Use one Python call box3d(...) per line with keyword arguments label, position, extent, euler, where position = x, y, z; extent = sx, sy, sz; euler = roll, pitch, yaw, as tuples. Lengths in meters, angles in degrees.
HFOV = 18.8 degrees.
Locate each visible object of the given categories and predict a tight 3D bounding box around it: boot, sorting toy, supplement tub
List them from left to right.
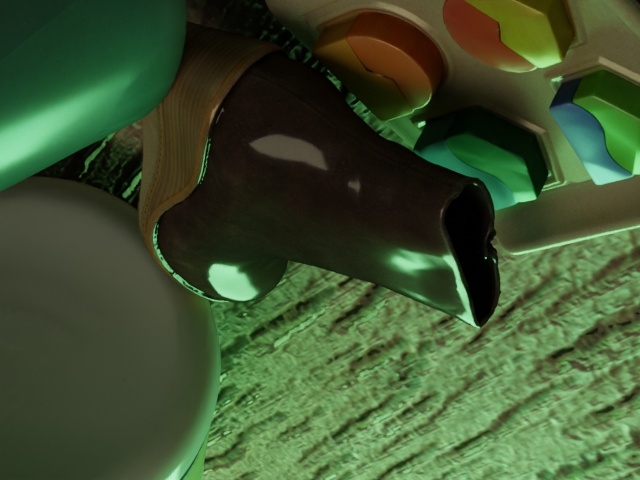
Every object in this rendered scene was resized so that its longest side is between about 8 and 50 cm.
box3d(label="supplement tub", position=(-0.189, 0.123, 1.260), extent=(0.235, 0.235, 0.325), euler=(29, 157, 6))
box3d(label="boot", position=(0.000, 0.000, 1.028), extent=(0.207, 0.090, 0.248), euler=(31, 157, 24))
box3d(label="sorting toy", position=(0.087, -0.076, 0.932), extent=(0.208, 0.038, 0.193), euler=(46, 147, -21))

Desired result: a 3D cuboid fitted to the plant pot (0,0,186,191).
box3d(label="plant pot", position=(-0.248, -0.124, 0.910), extent=(0.293, 0.235, 0.293), euler=(33, 143, 29))
